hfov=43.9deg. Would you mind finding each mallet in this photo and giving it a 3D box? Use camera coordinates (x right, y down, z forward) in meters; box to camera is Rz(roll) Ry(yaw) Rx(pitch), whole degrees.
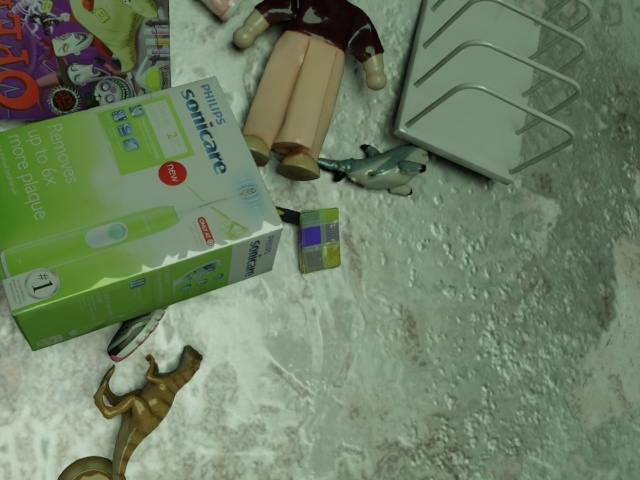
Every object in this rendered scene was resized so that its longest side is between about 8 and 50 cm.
[{"bbox_3d":[-0.082,-0.033,1.012,0.189,0.039,0.062,22,75,-22],"label":"mallet"}]

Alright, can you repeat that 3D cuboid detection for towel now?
[{"bbox_3d":[0.000,0.000,1.039,0.060,0.009,0.083,-7,103,-26],"label":"towel"}]

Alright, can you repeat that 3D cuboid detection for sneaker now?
[{"bbox_3d":[-0.116,-0.356,1.024,0.070,0.051,0.134,32,77,-21],"label":"sneaker"},{"bbox_3d":[-0.213,0.059,0.935,0.074,0.063,0.170,33,70,-13],"label":"sneaker"}]

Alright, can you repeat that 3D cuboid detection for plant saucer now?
[{"bbox_3d":[-0.262,0.291,0.912,0.083,0.015,0.084,3,83,-22],"label":"plant saucer"}]

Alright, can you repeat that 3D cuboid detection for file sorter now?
[{"bbox_3d":[0.246,-0.255,1.074,0.192,0.173,0.278,21,70,-18],"label":"file sorter"}]

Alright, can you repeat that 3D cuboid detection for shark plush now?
[{"bbox_3d":[0.070,-0.101,1.086,0.161,0.073,0.067,-6,66,-2],"label":"shark plush"}]

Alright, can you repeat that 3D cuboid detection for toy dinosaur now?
[{"bbox_3d":[-0.209,0.202,0.910,0.112,0.064,0.212,35,68,-11],"label":"toy dinosaur"}]

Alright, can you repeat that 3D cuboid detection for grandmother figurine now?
[{"bbox_3d":[-0.004,-0.253,1.033,0.207,0.104,0.343,19,79,-24],"label":"grandmother figurine"}]

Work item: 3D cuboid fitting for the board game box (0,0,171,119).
[{"bbox_3d":[-0.267,-0.299,0.845,0.208,0.056,0.347,-2,120,-8],"label":"board game box"}]

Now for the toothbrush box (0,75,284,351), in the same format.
[{"bbox_3d":[-0.212,-0.033,0.868,0.283,0.122,0.206,-17,69,-18],"label":"toothbrush box"}]
